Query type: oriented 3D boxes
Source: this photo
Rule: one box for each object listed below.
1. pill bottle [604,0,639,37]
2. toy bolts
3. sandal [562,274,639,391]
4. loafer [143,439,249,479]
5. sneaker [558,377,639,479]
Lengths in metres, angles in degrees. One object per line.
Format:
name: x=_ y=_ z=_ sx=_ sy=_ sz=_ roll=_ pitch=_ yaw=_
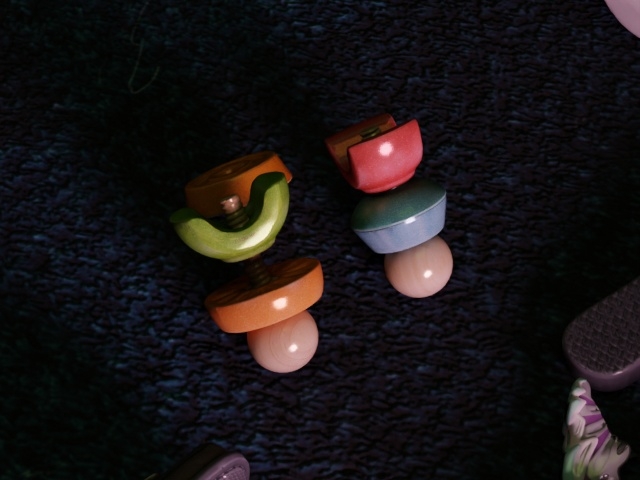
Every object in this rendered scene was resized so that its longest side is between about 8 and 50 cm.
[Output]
pill bottle: x=0.442 y=-0.339 z=1.405 sx=0.318 sy=0.176 sz=0.176 roll=-33 pitch=58 yaw=-23
toy bolts: x=0.000 y=0.000 z=1.200 sx=0.228 sy=0.158 sz=0.218 roll=-23 pitch=14 yaw=-5
sandal: x=0.320 y=0.052 z=1.182 sx=0.254 sy=0.054 sz=0.097 roll=-25 pitch=48 yaw=-7
loafer: x=-0.174 y=0.251 z=0.990 sx=0.095 sy=0.109 sz=0.302 roll=27 pitch=59 yaw=25
sneaker: x=0.229 y=0.159 z=1.101 sx=0.069 sy=0.038 sz=0.098 roll=8 pitch=61 yaw=5
